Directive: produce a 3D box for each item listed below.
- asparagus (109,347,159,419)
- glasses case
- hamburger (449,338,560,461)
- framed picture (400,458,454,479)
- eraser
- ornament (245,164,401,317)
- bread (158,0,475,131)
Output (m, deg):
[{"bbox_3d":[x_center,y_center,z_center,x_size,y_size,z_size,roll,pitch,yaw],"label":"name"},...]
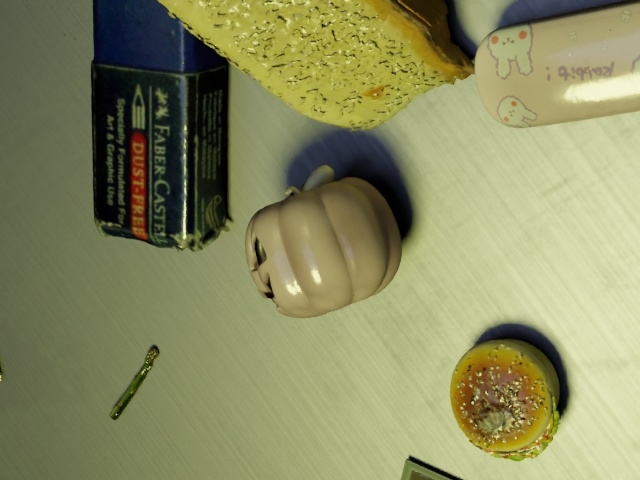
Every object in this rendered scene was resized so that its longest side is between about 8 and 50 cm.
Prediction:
[{"bbox_3d":[-0.246,0.190,1.983,0.127,0.018,0.015,-56,37,26],"label":"asparagus"},{"bbox_3d":[0.302,-0.188,1.550,0.297,0.075,0.113,-8,103,30],"label":"glasses case"},{"bbox_3d":[0.210,0.182,1.704,0.126,0.081,0.141,-2,103,28],"label":"hamburger"},{"bbox_3d":[0.170,0.360,1.819,0.183,0.011,0.142,22,114,20],"label":"framed picture"},{"bbox_3d":[-0.192,-0.154,1.804,0.155,0.101,0.332,10,110,24],"label":"eraser"},{"bbox_3d":[0.000,0.000,1.710,0.177,0.177,0.177,8,108,25],"label":"ornament"},{"bbox_3d":[-0.007,-0.313,1.684,0.248,0.279,0.315,-33,131,32],"label":"bread"}]
